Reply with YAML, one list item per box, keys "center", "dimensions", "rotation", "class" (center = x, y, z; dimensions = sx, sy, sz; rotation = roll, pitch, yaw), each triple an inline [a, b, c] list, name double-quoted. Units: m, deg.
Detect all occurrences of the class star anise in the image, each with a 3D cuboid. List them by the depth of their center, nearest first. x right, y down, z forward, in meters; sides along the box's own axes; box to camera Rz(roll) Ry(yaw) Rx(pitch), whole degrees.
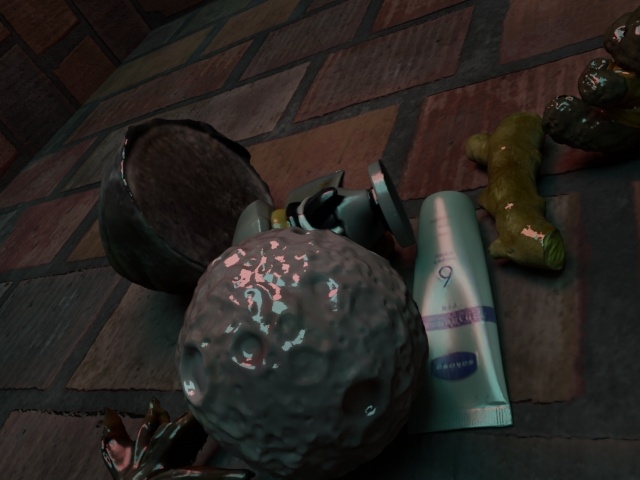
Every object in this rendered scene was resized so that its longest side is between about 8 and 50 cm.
- center: [-0.202, 0.292, 0.659]
  dimensions: [0.288, 0.088, 0.288]
  rotation: [-14, 55, 21]
  class: "star anise"

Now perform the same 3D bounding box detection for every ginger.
- center: [0.256, -0.073, 0.734]
  dimensions: [0.118, 0.065, 0.299]
  rotation: [-31, 32, 29]
  class: "ginger"

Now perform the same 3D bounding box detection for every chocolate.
- center: [-0.241, -0.029, 0.942]
  dimensions: [0.213, 0.303, 0.303]
  rotation: [-33, 31, 33]
  class: "chocolate"

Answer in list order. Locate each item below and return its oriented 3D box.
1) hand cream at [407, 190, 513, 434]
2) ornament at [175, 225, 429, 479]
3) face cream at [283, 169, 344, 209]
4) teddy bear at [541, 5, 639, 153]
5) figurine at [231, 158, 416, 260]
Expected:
- center: [0.158, 0.071, 0.675]
  dimensions: [0.109, 0.067, 0.321]
  rotation: [-14, 47, 25]
  class: "hand cream"
- center: [-0.014, 0.103, 0.583]
  dimensions: [0.259, 0.259, 0.225]
  rotation: [33, 97, 53]
  class: "ornament"
- center: [-0.024, -0.055, 0.954]
  dimensions: [0.114, 0.070, 0.224]
  rotation: [-19, 29, 21]
  class: "face cream"
- center: [0.383, -0.202, 0.684]
  dimensions: [0.140, 0.190, 0.177]
  rotation: [37, 52, 24]
  class: "teddy bear"
- center: [0.000, 0.000, 0.759]
  dimensions: [0.236, 0.176, 0.133]
  rotation: [-23, 49, 13]
  class: "figurine"
